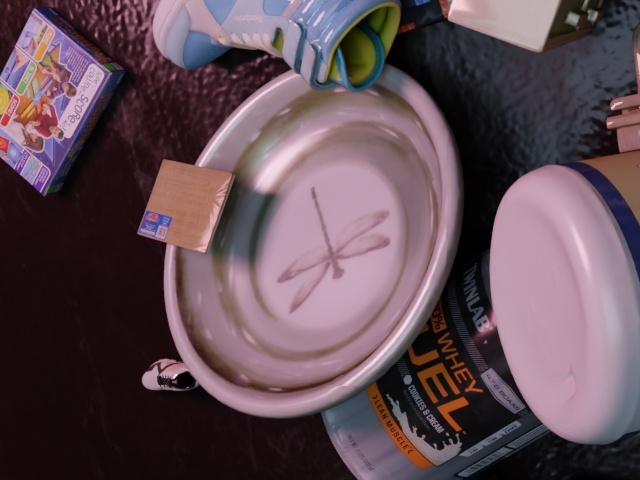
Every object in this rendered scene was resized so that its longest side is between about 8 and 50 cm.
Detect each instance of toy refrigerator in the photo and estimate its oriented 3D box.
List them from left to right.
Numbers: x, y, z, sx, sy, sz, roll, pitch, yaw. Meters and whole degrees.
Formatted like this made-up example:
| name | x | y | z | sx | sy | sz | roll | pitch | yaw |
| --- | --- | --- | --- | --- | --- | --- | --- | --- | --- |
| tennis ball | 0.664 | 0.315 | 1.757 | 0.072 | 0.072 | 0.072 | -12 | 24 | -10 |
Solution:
| name | x | y | z | sx | sy | sz | roll | pitch | yaw |
| --- | --- | --- | --- | --- | --- | --- | --- | --- | --- |
| toy refrigerator | 0.208 | -0.238 | 0.932 | 0.094 | 0.269 | 0.102 | 24 | 111 | 15 |

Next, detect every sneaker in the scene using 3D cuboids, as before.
| name | x | y | z | sx | sy | sz | roll | pitch | yaw |
| --- | --- | --- | --- | --- | --- | --- | --- | --- | --- |
| sneaker | -0.192 | 0.177 | 1.339 | 0.109 | 0.044 | 0.040 | -13 | 100 | 27 |
| sneaker | -0.047 | -0.218 | 1.091 | 0.319 | 0.127 | 0.208 | -32 | 81 | 44 |

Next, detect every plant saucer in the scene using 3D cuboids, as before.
| name | x | y | z | sx | sy | sz | roll | pitch | yaw |
| --- | --- | --- | --- | --- | --- | --- | --- | --- | --- |
| plant saucer | 0.000 | 0.000 | 1.124 | 0.400 | 0.100 | 0.400 | -15 | 64 | 34 |

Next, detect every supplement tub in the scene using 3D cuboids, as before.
| name | x | y | z | sx | sy | sz | roll | pitch | yaw |
| --- | --- | --- | --- | --- | --- | --- | --- | --- | --- |
| supplement tub | 0.168 | 0.132 | 1.089 | 0.316 | 0.193 | 0.193 | -39 | 87 | 26 |
| supplement tub | 0.324 | 0.031 | 0.854 | 0.316 | 0.228 | 0.228 | -9 | 102 | -12 |

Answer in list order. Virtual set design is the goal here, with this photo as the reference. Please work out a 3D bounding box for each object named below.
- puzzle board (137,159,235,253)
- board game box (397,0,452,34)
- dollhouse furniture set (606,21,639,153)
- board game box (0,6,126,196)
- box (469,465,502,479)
| name | x | y | z | sx | sy | sz | roll | pitch | yaw |
| --- | --- | --- | --- | --- | --- | --- | --- | --- | --- |
| puzzle board | -0.156 | -0.041 | 1.197 | 0.128 | 0.011 | 0.096 | 14 | 83 | 43 |
| board game box | 0.083 | -0.307 | 1.091 | 0.141 | 0.048 | 0.170 | -15 | 97 | 25 |
| dollhouse furniture set | 0.332 | -0.182 | 0.819 | 0.303 | 0.355 | 0.174 | -9 | 83 | 34 |
| board game box | -0.350 | -0.176 | 1.317 | 0.136 | 0.035 | 0.201 | 41 | 115 | 9 |
| box | 0.173 | 0.414 | 1.188 | 0.165 | 0.143 | 0.270 | -27 | 92 | 25 |
